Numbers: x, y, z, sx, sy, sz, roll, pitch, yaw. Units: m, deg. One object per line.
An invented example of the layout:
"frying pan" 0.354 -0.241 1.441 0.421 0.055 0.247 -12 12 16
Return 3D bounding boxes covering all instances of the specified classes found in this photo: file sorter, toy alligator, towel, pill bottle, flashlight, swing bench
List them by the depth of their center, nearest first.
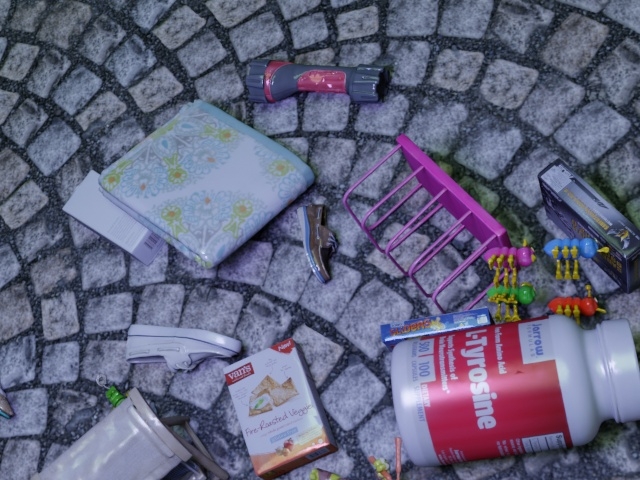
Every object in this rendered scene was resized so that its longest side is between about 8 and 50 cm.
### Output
"pill bottle" 0.343 0.255 1.725 0.408 0.229 0.229 -12 65 13
"swing bench" -0.352 0.442 1.861 0.253 0.254 0.165 -41 62 -1
"file sorter" 0.207 -0.016 1.902 0.182 0.202 0.290 -42 62 -1
"toy alligator" -0.413 0.331 2.044 0.190 0.051 0.056 37 83 28
"towel" -0.249 -0.127 2.119 0.374 0.090 0.320 32 63 29
"flashlight" -0.009 -0.343 2.174 0.304 0.103 0.103 8 97 20

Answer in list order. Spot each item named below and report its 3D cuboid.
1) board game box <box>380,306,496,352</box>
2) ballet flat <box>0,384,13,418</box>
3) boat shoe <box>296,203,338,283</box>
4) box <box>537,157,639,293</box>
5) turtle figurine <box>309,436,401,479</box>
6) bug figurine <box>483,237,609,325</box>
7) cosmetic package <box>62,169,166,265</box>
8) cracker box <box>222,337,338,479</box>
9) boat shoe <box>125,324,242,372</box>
"board game box" 0.225 0.176 1.850 0.201 0.136 0.035 -11 65 13
"ballet flat" -0.738 0.323 2.150 0.206 0.073 0.067 17 60 20
"boat shoe" 0.000 0.000 2.041 0.066 0.066 0.183 -19 63 8
"box" 0.501 -0.026 1.818 0.056 0.183 0.231 -39 62 -2
"turtle figurine" 0.087 0.461 1.780 0.217 0.087 0.269 2 108 28
"bug figurine" 0.400 0.068 1.766 0.216 0.279 0.072 1 55 15
"cosmetic package" -0.448 -0.051 2.204 0.231 0.085 0.117 30 79 29
"cracker box" -0.080 0.326 1.927 0.156 0.067 0.232 -25 62 6
"boat shoe" -0.285 0.226 2.024 0.267 0.096 0.088 4 73 21
